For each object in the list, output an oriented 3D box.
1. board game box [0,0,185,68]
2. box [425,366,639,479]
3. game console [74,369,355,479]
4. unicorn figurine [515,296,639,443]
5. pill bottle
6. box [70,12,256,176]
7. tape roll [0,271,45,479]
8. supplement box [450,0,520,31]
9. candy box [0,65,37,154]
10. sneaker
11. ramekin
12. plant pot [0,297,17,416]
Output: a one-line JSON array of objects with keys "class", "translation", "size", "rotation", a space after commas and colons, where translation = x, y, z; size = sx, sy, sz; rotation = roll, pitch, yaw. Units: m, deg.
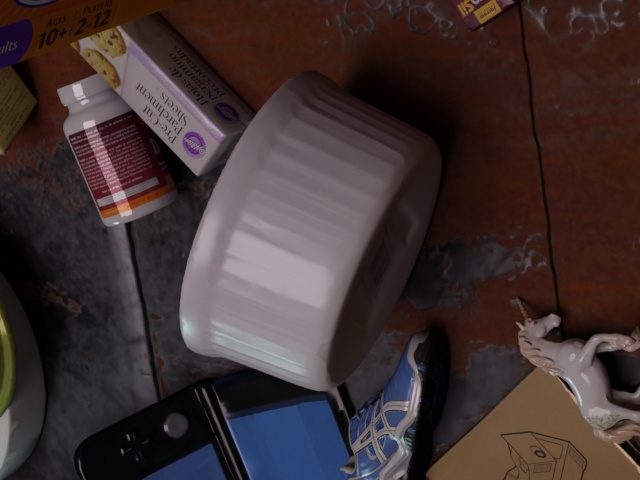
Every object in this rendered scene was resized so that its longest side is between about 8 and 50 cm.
[{"class": "board game box", "translation": [-0.280, -0.411, 1.315], "size": [0.356, 0.356, 0.356], "rotation": [34, 125, 17]}, {"class": "box", "translation": [0.214, 0.229, 1.477], "size": [0.164, 0.021, 0.201], "rotation": [47, 128, 8]}, {"class": "game console", "translation": [-0.078, 0.299, 1.613], "size": [0.173, 0.250, 0.293], "rotation": [-6, 108, 63]}, {"class": "unicorn figurine", "translation": [0.245, 0.115, 1.381], "size": [0.111, 0.060, 0.161], "rotation": [-21, 89, 28]}, {"class": "pill bottle", "translation": [-0.212, -0.097, 1.577], "size": [0.086, 0.086, 0.152], "rotation": [-16, 101, 37]}, {"class": "box", "translation": [-0.200, -0.205, 1.537], "size": [0.324, 0.063, 0.067], "rotation": [46, 129, 8]}, {"class": "tape roll", "translation": [-0.508, 0.142, 1.884], "size": [0.392, 0.072, 0.392], "rotation": [14, 117, 29]}, {"class": "supplement box", "translation": [0.134, -0.231, 1.318], "size": [0.055, 0.043, 0.083], "rotation": [-32, 91, 37]}, {"class": "candy box", "translation": [-0.458, -0.223, 1.591], "size": [0.183, 0.087, 0.316], "rotation": [4, 144, 32]}, {"class": "sneaker", "translation": [0.070, 0.179, 1.513], "size": [0.081, 0.080, 0.211], "rotation": [24, 120, 20]}, {"class": "ramekin", "translation": [0.000, 0.000, 1.368], "size": [0.135, 0.277, 0.277], "rotation": [24, 122, 15]}, {"class": "plant pot", "translation": [-0.523, 0.143, 1.689], "size": [0.276, 0.254, 0.276], "rotation": [13, 117, 28]}]
